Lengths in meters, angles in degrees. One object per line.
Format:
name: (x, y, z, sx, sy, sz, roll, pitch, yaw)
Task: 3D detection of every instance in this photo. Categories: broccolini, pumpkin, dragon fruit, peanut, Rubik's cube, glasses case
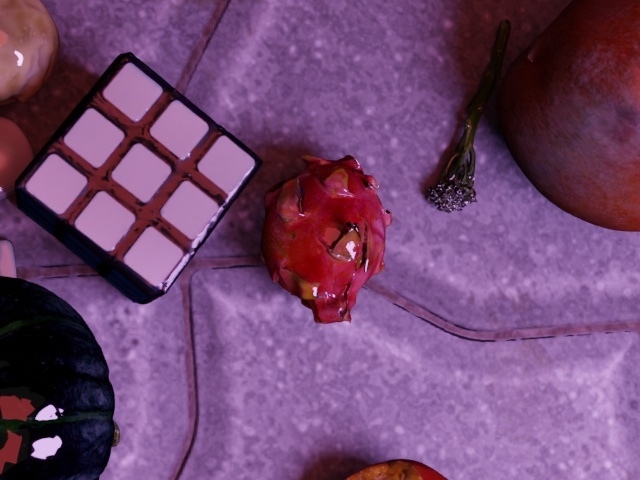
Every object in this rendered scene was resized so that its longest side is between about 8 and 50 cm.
broccolini: (0.158, -0.131, 1.268, 0.044, 0.042, 0.218, 25, 74, -38)
pumpkin: (-0.272, 0.159, 1.063, 0.248, 0.248, 0.248, 1, 85, -13)
dragon fruit: (0.000, 0.000, 1.171, 0.133, 0.136, 0.166, -6, 76, 20)
peanut: (-0.388, -0.196, 1.089, 0.305, 0.147, 0.147, 16, 82, -12)
Rubik's cube: (-0.170, -0.050, 1.114, 0.162, 0.160, 0.163, 37, 78, -8)
glasses case: (-0.359, -0.048, 1.126, 0.197, 0.049, 0.076, -28, 92, -14)

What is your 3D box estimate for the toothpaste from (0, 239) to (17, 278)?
toothpaste: (-0.389, 0.042, 1.121, 0.216, 0.037, 0.062, -7, 88, -19)

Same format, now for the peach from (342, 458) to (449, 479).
peach: (0.070, 0.305, 1.131, 0.190, 0.190, 0.192, -23, 106, -14)

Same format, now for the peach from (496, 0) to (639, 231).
peach: (0.296, -0.131, 1.179, 0.252, 0.252, 0.252, 1, 85, -13)
